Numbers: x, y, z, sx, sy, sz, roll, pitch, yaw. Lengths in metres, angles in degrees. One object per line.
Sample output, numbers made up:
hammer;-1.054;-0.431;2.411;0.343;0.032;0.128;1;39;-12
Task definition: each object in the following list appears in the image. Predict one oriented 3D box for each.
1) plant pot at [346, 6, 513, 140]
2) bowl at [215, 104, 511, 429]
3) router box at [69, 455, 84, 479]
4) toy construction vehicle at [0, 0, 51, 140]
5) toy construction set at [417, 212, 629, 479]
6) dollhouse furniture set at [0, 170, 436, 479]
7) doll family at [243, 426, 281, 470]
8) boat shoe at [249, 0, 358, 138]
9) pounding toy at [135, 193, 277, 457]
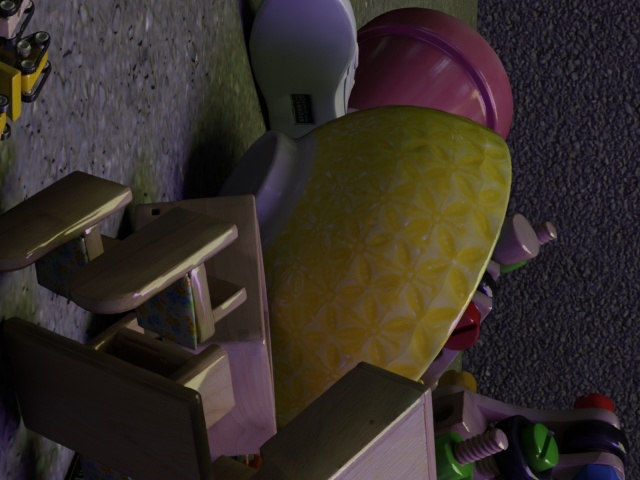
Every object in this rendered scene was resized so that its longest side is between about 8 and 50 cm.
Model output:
plant pot;0.073;-0.114;1.675;0.180;0.201;0.201;-46;142;-49
bowl;0.000;0.000;1.275;0.289;0.156;0.289;-51;-162;23
router box;-0.132;0.221;1.064;0.133;0.046;0.179;-74;164;-48
toy construction vehicle;-0.165;-0.088;0.812;0.086;0.035;0.098;99;6;-49
toy construction set;0.090;0.114;1.366;0.257;0.237;0.308;31;41;-44
dollhouse furniture set;-0.086;0.116;0.831;0.161;0.242;0.212;-37;132;-40
doll family;-0.030;0.197;1.493;0.163;0.118;0.263;71;43;-79
boat shoe;-0.013;-0.166;1.450;0.258;0.095;0.084;97;-1;-59
pounding toy;-0.077;0.108;1.098;0.181;0.094;0.206;86;-1;-50
